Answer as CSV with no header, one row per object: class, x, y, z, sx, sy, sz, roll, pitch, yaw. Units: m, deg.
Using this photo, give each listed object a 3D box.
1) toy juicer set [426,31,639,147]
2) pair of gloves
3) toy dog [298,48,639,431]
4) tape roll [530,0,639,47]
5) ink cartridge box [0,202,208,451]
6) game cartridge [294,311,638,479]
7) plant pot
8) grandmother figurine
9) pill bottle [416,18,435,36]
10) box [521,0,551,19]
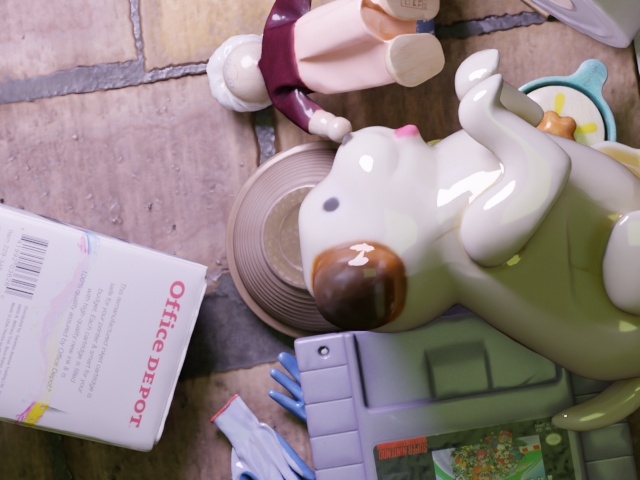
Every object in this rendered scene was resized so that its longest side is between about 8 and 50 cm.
toy juicer set,0.282,-0.085,1.792,0.329,0.089,0.209,-31,82,6
pair of gloves,-0.032,0.222,1.852,0.198,0.023,0.159,-40,87,7
toy dog,0.180,-0.007,1.659,0.407,0.284,0.395,4,121,-3
tape roll,0.236,-0.324,1.695,0.286,0.286,0.100,36,94,10
ink cartridge box,-0.309,0.089,1.784,0.306,0.131,0.226,18,90,-30
game cartridge,0.162,0.195,1.790,0.355,0.068,0.230,-10,84,3
plant pot,0.000,0.000,1.825,0.237,0.110,0.237,0,87,10
grandmother figurine,-0.010,-0.210,1.761,0.342,0.104,0.208,-12,73,52
pill bottle,0.075,-0.277,1.797,0.108,0.108,0.180,2,112,10
box,0.234,-0.377,1.851,0.201,0.021,0.164,39,94,9
